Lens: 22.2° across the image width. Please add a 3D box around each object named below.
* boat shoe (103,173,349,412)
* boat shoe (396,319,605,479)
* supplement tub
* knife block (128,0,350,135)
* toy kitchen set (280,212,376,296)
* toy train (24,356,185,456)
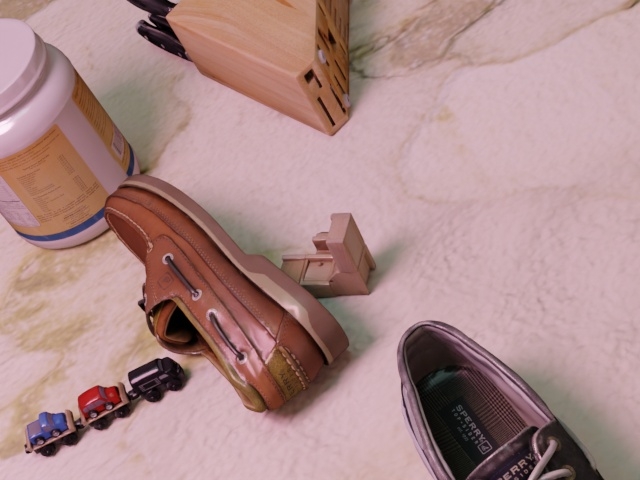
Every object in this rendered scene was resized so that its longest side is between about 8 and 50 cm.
[{"bbox_3d":[-0.113,0.041,1.419,0.104,0.110,0.307,-44,45,-14],"label":"boat shoe"},{"bbox_3d":[0.139,0.183,1.148,0.121,0.119,0.335,-38,44,-6],"label":"boat shoe"},{"bbox_3d":[-0.279,-0.102,1.572,0.144,0.199,0.144,-15,46,17],"label":"supplement tub"},{"bbox_3d":[-0.095,-0.204,1.641,0.242,0.088,0.275,-15,47,18],"label":"knife block"},{"bbox_3d":[0.000,0.000,1.417,0.083,0.075,0.068,-2,50,22],"label":"toy kitchen set"},{"bbox_3d":[-0.193,0.145,1.425,0.158,0.036,0.027,-28,44,5],"label":"toy train"}]
